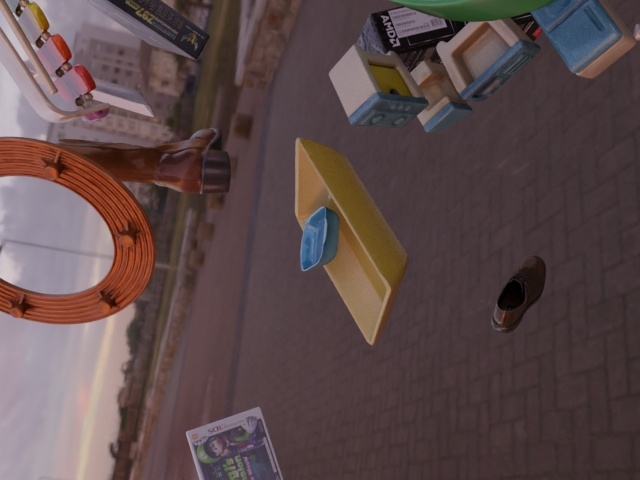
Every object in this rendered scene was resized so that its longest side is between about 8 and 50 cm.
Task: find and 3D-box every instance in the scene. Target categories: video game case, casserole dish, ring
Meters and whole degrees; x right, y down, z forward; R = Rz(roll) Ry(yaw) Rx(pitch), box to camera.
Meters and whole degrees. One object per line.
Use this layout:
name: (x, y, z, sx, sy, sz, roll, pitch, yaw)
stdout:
video game case: (-0.185, 0.483, 1.672, 0.022, 0.173, 0.190, 134, 118, -69)
casserole dish: (0.000, 0.000, 1.494, 0.188, 0.037, 0.114, 144, 132, -71)
ring: (-0.405, 0.004, 1.084, 0.032, 0.337, 0.336, -85, 12, -52)

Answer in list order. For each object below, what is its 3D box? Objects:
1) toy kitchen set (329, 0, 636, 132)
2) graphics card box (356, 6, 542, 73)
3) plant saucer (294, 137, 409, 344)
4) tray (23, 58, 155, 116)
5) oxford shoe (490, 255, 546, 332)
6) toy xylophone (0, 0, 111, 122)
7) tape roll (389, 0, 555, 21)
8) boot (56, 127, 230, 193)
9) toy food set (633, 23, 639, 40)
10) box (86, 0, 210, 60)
toy kitchen set: (0.143, -0.168, 0.699, 0.207, 0.166, 0.122, -42, 67, 35)
graphics card box: (0.248, -0.387, 1.489, 0.233, 0.371, 0.094, 126, 124, -74)
plant saucer: (0.061, -0.001, 1.438, 0.332, 0.081, 0.333, 59, 166, 20)
tray: (-0.461, -0.305, 1.506, 0.145, 0.270, 0.030, -178, 103, -81)
oxford shoe: (0.480, 0.110, 1.806, 0.227, 0.083, 0.096, -54, -27, -32)
toy xylophone: (-0.416, -0.294, 1.080, 0.236, 0.081, 0.322, 18, 141, 57)
tape roll: (0.127, -0.342, 0.604, 0.321, 0.077, 0.321, 2, 94, 39)
boot: (-0.309, -0.141, 1.317, 0.264, 0.280, 0.096, -114, 30, -60)
toy food set: (0.524, -0.356, 1.154, 0.232, 0.105, 0.111, -35, -51, -77)
box: (-0.337, -0.416, 1.366, 0.183, 0.233, 0.059, 28, 91, 45)
